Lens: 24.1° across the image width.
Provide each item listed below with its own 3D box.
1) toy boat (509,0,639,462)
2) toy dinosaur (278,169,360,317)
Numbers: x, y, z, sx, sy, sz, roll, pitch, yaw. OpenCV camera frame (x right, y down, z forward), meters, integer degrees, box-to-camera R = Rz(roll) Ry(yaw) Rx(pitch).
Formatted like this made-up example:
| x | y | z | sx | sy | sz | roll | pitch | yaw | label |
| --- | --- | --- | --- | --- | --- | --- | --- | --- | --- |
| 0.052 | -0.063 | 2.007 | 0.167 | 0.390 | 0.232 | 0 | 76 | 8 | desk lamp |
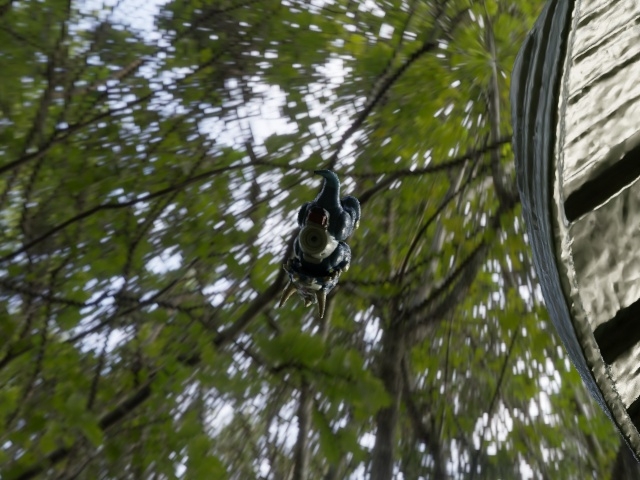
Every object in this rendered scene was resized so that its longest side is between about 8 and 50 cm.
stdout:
| x | y | z | sx | sy | sz | roll | pitch | yaw | label |
| --- | --- | --- | --- | --- | --- | --- | --- | --- | --- |
| 0.139 | -0.016 | 0.699 | 0.093 | 0.055 | 0.293 | -34 | -48 | -18 | toy boat |
| 0.000 | 0.000 | 0.843 | 0.030 | 0.047 | 0.083 | 16 | -77 | 12 | toy dinosaur |
